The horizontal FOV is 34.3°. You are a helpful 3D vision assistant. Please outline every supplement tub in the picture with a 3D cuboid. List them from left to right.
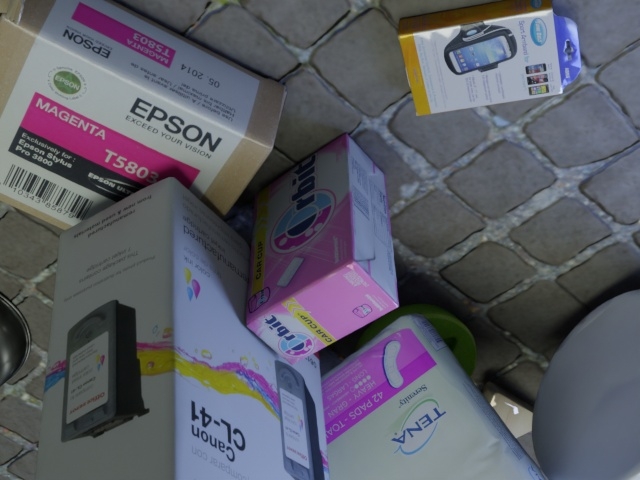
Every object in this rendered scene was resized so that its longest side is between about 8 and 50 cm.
[{"bbox_3d":[0.393,0.209,0.988,0.331,0.241,0.241,30,130,-20],"label":"supplement tub"}]

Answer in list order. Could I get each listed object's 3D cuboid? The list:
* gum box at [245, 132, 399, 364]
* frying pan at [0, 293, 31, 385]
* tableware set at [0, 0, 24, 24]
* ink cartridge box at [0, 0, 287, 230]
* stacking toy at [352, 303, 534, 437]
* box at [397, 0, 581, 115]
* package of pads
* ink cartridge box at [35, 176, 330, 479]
[{"bbox_3d":[0.000,0.000,0.879,0.107,0.188,0.062,-31,123,22],"label":"gum box"},{"bbox_3d":[-0.398,0.065,1.083,0.197,0.053,0.326,9,130,-14],"label":"frying pan"},{"bbox_3d":[-0.277,-0.197,0.773,0.168,0.020,0.141,46,119,22],"label":"tableware set"},{"bbox_3d":[-0.177,-0.093,0.877,0.235,0.088,0.193,25,133,-16],"label":"ink cartridge box"},{"bbox_3d":[0.061,0.184,1.136,0.279,0.130,0.309,-42,123,7],"label":"stacking toy"},{"bbox_3d":[0.136,-0.148,0.826,0.136,0.028,0.081,-8,132,12],"label":"box"},{"bbox_3d":[0.040,0.240,0.952,0.296,0.101,0.229,-38,78,5],"label":"package of pads"},{"bbox_3d":[-0.099,0.138,0.823,0.131,0.306,0.226,-26,137,19],"label":"ink cartridge box"}]
